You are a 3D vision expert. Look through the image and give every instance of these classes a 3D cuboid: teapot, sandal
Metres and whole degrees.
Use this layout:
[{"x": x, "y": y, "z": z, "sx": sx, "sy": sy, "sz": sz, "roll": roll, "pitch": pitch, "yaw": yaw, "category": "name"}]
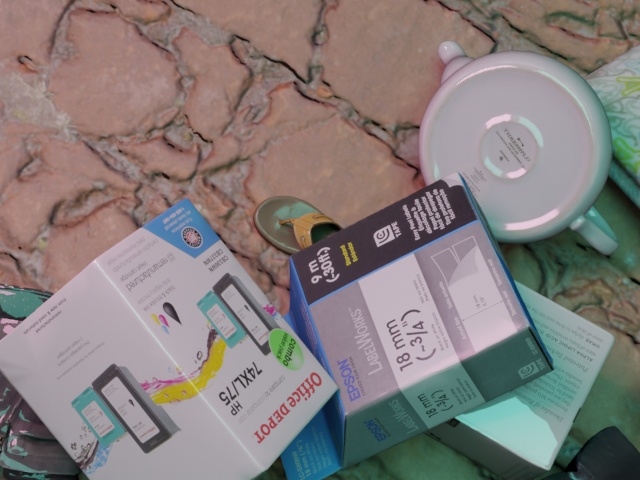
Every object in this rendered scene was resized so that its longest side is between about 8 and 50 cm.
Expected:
[{"x": 0.252, "y": -0.115, "z": 1.821, "sx": 0.252, "sy": 0.187, "sz": 0.256, "roll": 5, "pitch": 98, "yaw": 16, "category": "teapot"}, {"x": 0.000, "y": 0.000, "z": 1.822, "sx": 0.180, "sy": 0.049, "sz": 0.072, "roll": 35, "pitch": 73, "yaw": 6, "category": "sandal"}]

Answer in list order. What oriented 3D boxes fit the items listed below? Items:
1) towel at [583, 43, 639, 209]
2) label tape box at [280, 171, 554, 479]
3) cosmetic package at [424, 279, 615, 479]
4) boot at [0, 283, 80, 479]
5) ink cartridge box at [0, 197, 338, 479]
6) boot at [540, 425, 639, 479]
[{"x": 0.531, "y": -0.133, "z": 1.850, "sx": 0.320, "sy": 0.090, "sz": 0.374, "roll": -29, "pitch": 59, "yaw": -15, "category": "towel"}, {"x": 0.063, "y": 0.104, "z": 1.664, "sx": 0.333, "sy": 0.106, "sz": 0.240, "roll": -27, "pitch": 50, "yaw": 8, "category": "label tape box"}, {"x": 0.228, "y": 0.170, "z": 1.736, "sx": 0.151, "sy": 0.151, "sz": 0.184, "roll": 29, "pitch": 73, "yaw": 4, "category": "cosmetic package"}, {"x": -0.273, "y": 0.182, "z": 1.721, "sx": 0.338, "sy": 0.118, "sz": 0.223, "roll": 7, "pitch": 79, "yaw": 4, "category": "boot"}, {"x": -0.162, "y": 0.139, "z": 1.546, "sx": 0.270, "sy": 0.197, "sz": 0.198, "roll": 51, "pitch": 32, "yaw": -2, "category": "ink cartridge box"}, {"x": 0.355, "y": 0.458, "z": 1.595, "sx": 0.367, "sy": 0.146, "sz": 0.445, "roll": -26, "pitch": 69, "yaw": -41, "category": "boot"}]
